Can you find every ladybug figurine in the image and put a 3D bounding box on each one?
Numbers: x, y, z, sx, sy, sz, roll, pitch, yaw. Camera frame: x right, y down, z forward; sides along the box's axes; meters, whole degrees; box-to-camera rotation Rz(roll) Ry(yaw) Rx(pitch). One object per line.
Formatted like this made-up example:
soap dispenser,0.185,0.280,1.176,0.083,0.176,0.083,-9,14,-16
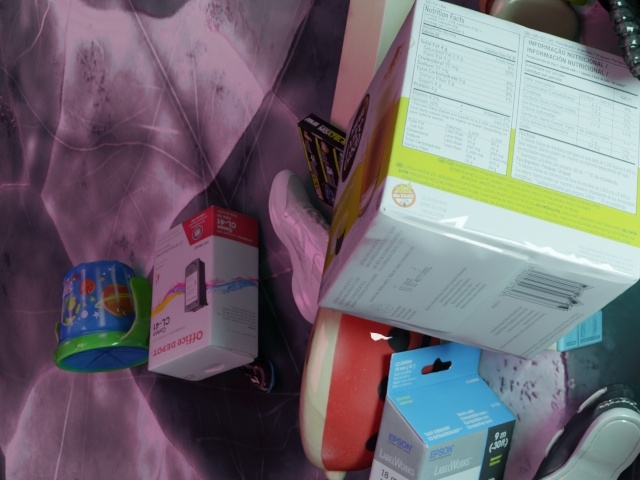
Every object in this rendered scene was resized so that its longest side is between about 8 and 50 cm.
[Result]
ladybug figurine,0.097,0.193,1.761,0.161,0.305,0.450,13,90,27

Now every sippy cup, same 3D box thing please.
sippy cup,-0.513,0.174,2.446,0.305,0.240,0.224,-13,69,7

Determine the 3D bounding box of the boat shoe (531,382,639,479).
boat shoe,0.401,0.347,1.609,0.114,0.091,0.303,29,122,-9

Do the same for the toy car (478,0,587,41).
toy car,0.310,-0.370,1.642,0.155,0.148,0.188,-64,23,23

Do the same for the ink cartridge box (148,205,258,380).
ink cartridge box,-0.241,0.112,2.154,0.226,0.131,0.306,-25,55,42

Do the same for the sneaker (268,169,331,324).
sneaker,0.000,0.000,1.993,0.152,0.114,0.305,-23,81,30

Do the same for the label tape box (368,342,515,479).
label tape box,0.201,0.343,1.700,0.106,0.240,0.334,23,109,42

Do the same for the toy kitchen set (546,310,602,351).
toy kitchen set,0.420,0.060,1.538,0.166,0.122,0.207,1,95,46

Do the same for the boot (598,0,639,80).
boot,0.438,-0.320,1.388,0.348,0.260,0.131,48,125,31

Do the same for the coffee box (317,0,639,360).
coffee box,0.215,-0.073,1.437,0.338,0.338,0.335,122,161,-62

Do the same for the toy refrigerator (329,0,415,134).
toy refrigerator,0.100,-0.307,1.859,0.102,0.094,0.270,26,111,49

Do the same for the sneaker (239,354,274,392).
sneaker,-0.162,0.254,2.180,0.188,0.078,0.067,46,124,33

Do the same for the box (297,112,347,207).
box,0.046,-0.117,1.893,0.184,0.045,0.191,37,154,40
